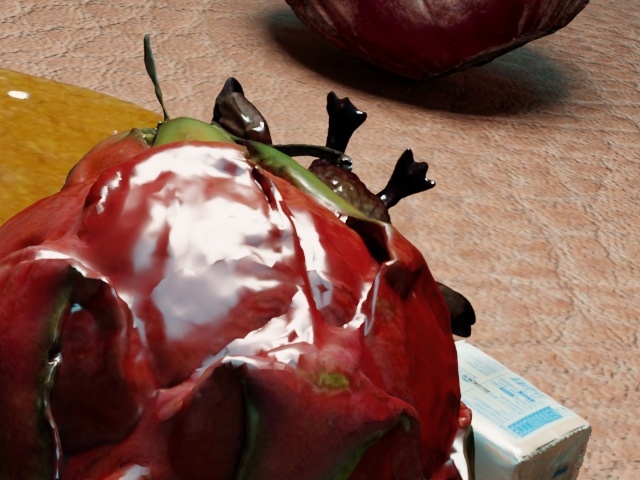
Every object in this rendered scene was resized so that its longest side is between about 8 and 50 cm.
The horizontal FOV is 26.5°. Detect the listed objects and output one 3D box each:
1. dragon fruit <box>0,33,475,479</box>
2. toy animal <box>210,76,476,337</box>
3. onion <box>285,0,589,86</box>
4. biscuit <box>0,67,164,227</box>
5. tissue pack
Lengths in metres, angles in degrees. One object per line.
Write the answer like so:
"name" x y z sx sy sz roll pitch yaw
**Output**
"dragon fruit" -0.061 0.050 0.497 0.234 0.234 0.293 1 59 -27
"toy animal" -0.001 0.002 0.804 0.218 0.116 0.179 45 29 -2
"onion" 0.114 -0.287 1.234 0.337 0.281 0.260 -8 5 5
"biscuit" -0.221 -0.010 0.761 0.350 0.078 0.455 7 26 -23
"tissue pack" 0.083 0.101 0.705 0.074 0.058 0.094 -14 36 -42
